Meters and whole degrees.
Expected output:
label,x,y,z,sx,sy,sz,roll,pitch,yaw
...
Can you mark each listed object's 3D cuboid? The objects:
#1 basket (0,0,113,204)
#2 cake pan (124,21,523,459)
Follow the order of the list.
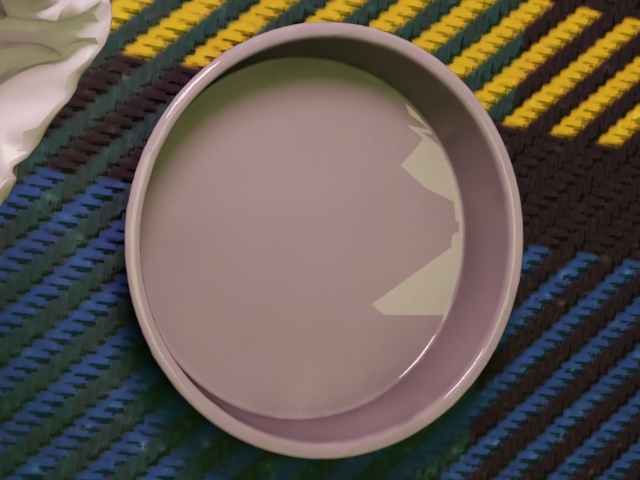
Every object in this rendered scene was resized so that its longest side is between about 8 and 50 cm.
label,x,y,z,sx,sy,sz,roll,pitch,yaw
basket,-0.338,-0.104,0.818,0.331,0.266,0.328,27,109,-37
cake pan,0.000,0.000,1.175,0.293,0.054,0.293,-1,92,-24
